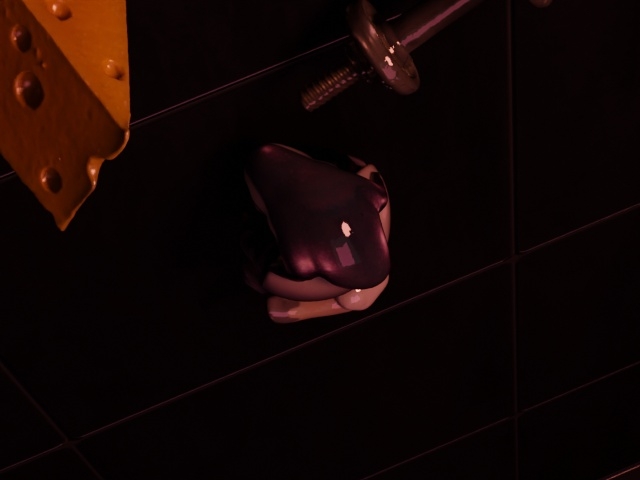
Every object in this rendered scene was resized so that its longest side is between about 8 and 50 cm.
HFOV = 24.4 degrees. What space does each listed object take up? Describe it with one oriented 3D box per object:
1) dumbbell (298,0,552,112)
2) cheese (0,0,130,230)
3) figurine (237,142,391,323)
[{"bbox_3d":[0.090,-0.166,1.038,0.254,0.081,0.081,-33,152,17],"label":"dumbbell"},{"bbox_3d":[-0.160,-0.099,0.854,0.126,0.171,0.093,2,143,-43],"label":"cheese"},{"bbox_3d":[0.000,0.000,1.200,0.145,0.145,0.222,-25,158,2],"label":"figurine"}]
